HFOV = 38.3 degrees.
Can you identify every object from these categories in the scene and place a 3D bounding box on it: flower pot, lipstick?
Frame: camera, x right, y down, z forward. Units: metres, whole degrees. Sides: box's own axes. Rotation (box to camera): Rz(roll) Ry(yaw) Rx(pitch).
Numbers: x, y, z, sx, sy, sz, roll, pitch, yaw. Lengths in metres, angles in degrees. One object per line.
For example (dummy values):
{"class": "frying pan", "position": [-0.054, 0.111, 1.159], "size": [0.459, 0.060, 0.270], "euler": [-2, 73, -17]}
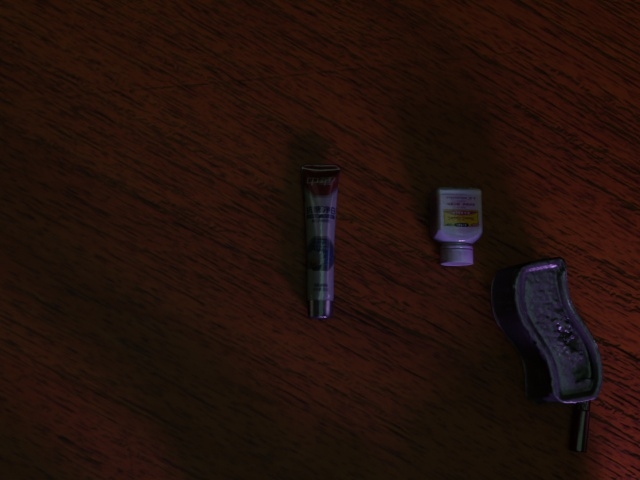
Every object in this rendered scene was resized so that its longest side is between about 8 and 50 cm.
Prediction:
{"class": "flower pot", "position": [0.343, 0.141, 1.405], "size": [0.103, 0.108, 0.229], "euler": [-19, 85, -11]}
{"class": "lipstick", "position": [0.413, 0.242, 1.445], "size": [0.027, 0.027, 0.176], "euler": [11, 79, -8]}

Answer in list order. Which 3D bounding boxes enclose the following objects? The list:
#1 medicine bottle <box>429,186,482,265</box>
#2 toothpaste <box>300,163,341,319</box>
{"class": "medicine bottle", "position": [0.210, -0.021, 1.430], "size": [0.074, 0.055, 0.117], "euler": [3, 82, -11]}
{"class": "toothpaste", "position": [0.000, 0.000, 1.402], "size": [0.062, 0.039, 0.239], "euler": [1, 80, -3]}
